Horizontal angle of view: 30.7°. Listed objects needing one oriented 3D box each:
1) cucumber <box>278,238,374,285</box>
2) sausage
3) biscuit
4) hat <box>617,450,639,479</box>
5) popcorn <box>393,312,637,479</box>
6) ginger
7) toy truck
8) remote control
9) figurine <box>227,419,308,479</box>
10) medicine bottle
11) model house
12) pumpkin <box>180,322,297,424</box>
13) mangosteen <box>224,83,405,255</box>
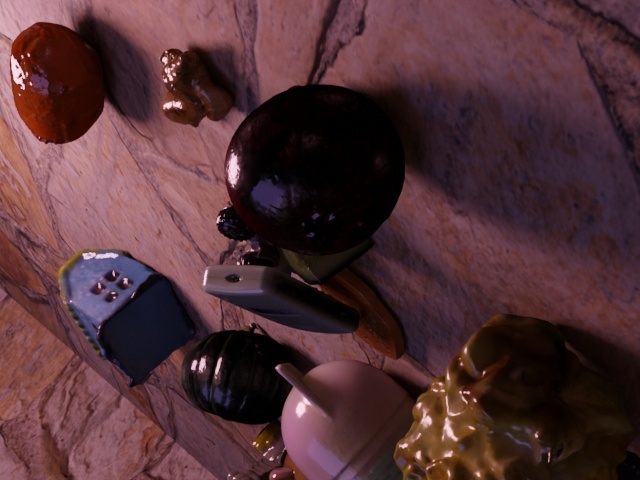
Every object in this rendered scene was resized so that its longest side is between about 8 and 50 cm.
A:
[{"bbox_3d":[0.000,0.000,1.775,0.116,0.115,0.062,52,158,5],"label":"cucumber"},{"bbox_3d":[-0.459,-0.273,2.027,0.141,0.153,0.268,42,157,9],"label":"sausage"},{"bbox_3d":[0.067,0.113,1.948,0.220,0.029,0.142,50,156,-14],"label":"biscuit"},{"bbox_3d":[0.336,0.443,1.705,0.238,0.336,0.209,42,170,31],"label":"hat"},{"bbox_3d":[0.249,0.272,1.552,0.312,0.312,0.312,37,156,19],"label":"popcorn"},{"bbox_3d":[-0.208,-0.236,1.793,0.133,0.059,0.214,45,160,-21],"label":"ginger"},{"bbox_3d":[-0.084,-0.020,1.857,0.111,0.136,0.285,1,146,16],"label":"toy truck"},{"bbox_3d":[-0.052,0.096,1.841,0.140,0.056,0.296,2,165,32],"label":"remote control"},{"bbox_3d":[-0.006,0.437,2.298,0.167,0.343,0.285,62,175,-10],"label":"figurine"},{"bbox_3d":[0.080,0.359,2.074,0.406,0.236,0.235,41,157,6],"label":"medicine bottle"},{"bbox_3d":[-0.479,0.157,2.739,0.303,0.215,0.237,31,154,42],"label":"model house"},{"bbox_3d":[-0.162,0.272,2.396,0.250,0.216,0.250,9,157,4],"label":"pumpkin"},{"bbox_3d":[-0.006,-0.114,1.506,0.235,0.236,0.261,76,-175,-51],"label":"mangosteen"}]
